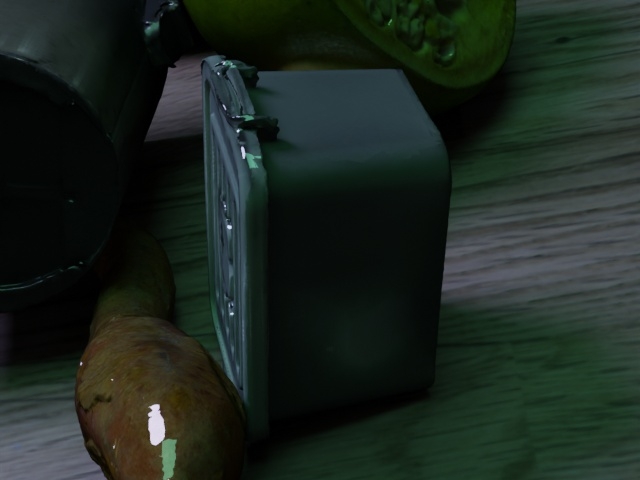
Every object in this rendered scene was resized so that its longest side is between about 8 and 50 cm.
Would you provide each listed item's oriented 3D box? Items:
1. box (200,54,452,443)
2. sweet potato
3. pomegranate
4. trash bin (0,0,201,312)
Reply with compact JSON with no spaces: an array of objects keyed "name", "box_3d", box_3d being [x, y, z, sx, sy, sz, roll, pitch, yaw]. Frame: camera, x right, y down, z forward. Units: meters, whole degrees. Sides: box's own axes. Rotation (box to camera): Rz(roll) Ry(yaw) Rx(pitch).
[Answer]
[{"name":"box","box_3d":[0.000,0.000,0.983,0.135,0.243,0.163,-7,35,-11]},{"name":"sweet potato","box_3d":[-0.116,0.090,1.005,0.109,0.109,0.385,-18,22,-7]},{"name":"pomegranate","box_3d":[-0.002,-0.191,1.218,0.216,0.310,0.358,-3,69,43]},{"name":"trash bin","box_3d":[-0.228,-0.103,1.150,0.252,0.203,0.301,-12,25,7]}]
